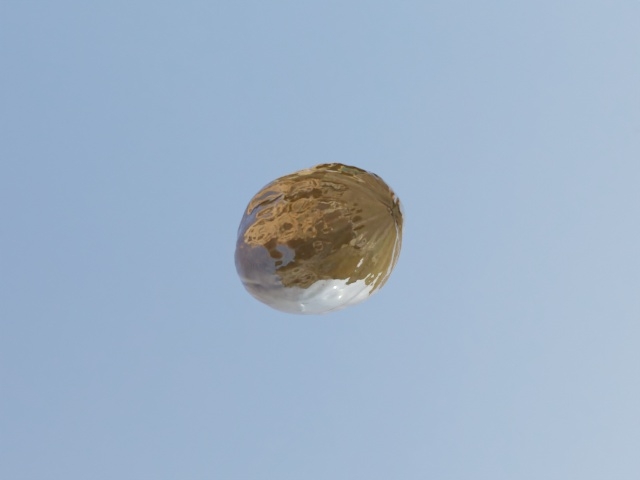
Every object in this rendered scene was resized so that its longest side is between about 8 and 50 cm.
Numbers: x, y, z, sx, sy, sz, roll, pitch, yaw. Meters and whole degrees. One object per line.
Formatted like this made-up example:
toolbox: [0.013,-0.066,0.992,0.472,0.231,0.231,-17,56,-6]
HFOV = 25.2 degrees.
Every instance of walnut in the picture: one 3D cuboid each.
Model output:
walnut: [0.000,-0.001,1.274,0.140,0.162,0.140,-6,-90,-66]
